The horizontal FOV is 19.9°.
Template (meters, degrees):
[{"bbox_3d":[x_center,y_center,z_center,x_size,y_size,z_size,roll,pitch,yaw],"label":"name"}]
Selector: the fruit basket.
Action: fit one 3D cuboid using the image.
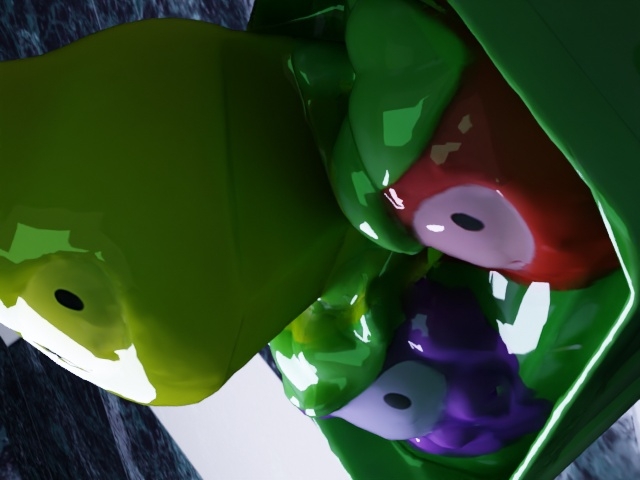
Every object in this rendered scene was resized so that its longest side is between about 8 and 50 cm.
[{"bbox_3d":[0.000,0.000,0.832,0.283,0.392,0.392,56,156,21],"label":"fruit basket"}]
